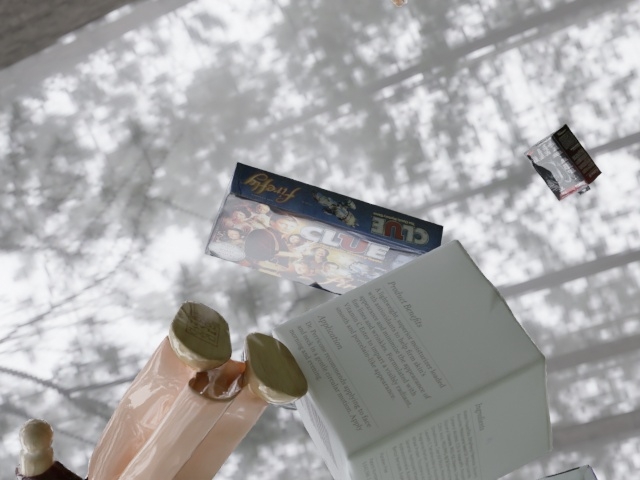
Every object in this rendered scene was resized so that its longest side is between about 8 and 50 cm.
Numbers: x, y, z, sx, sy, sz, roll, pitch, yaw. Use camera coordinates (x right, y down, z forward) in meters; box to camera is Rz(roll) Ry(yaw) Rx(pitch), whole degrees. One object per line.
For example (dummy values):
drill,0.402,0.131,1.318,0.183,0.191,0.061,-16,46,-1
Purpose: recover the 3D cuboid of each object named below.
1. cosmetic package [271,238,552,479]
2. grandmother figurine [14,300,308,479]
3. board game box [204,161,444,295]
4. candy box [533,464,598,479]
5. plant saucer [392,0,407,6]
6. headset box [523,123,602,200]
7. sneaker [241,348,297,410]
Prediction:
cosmetic package,0.081,0.128,1.113,0.151,0.184,0.151,58,169,39
grandmother figurine,-0.160,0.210,1.088,0.208,0.342,0.104,30,-157,-7
board game box,0.000,0.000,1.499,0.243,0.165,0.042,17,-119,-6
candy box,0.271,0.358,1.346,0.196,0.070,0.165,85,168,-47
plant saucer,0.099,-0.440,1.893,0.200,0.037,0.200,-16,-90,-76
headset box,0.296,-0.091,1.581,0.032,0.062,0.083,-38,-89,-32
sneaker,0.020,0.198,1.753,0.130,0.286,0.109,56,-133,-65
